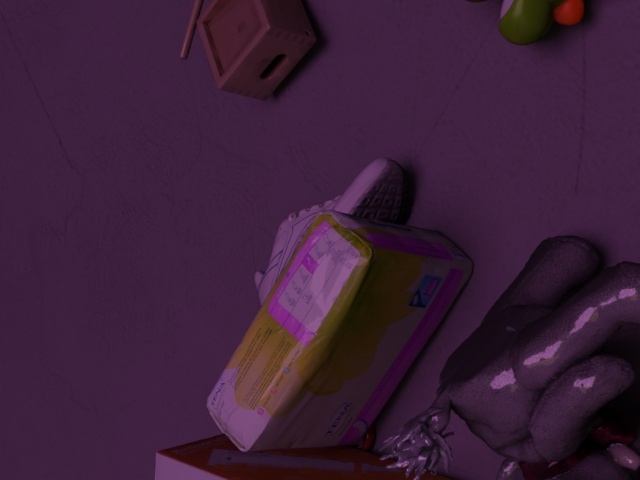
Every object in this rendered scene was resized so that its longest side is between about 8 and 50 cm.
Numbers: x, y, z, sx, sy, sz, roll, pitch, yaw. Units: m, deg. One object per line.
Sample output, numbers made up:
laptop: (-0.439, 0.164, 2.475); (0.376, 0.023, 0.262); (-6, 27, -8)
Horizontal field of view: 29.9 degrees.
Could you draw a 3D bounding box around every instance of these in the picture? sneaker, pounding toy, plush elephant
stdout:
sneaker: (0.000, 0.000, 1.534); (0.297, 0.111, 0.129); (-52, 52, 26)
pounding toy: (-0.112, -0.299, 1.658); (0.181, 0.094, 0.206); (-45, 51, 36)
plush elephant: (0.260, 0.191, 1.221); (0.330, 0.255, 0.272); (-45, 11, -6)

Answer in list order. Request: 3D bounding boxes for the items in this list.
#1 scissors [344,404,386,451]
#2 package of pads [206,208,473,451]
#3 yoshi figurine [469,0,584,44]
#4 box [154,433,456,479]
scissors: (-0.030, 0.205, 1.607); (0.297, 0.021, 0.109); (11, 98, 42)
package of pads: (0.022, 0.113, 1.408); (0.101, 0.229, 0.296); (42, 110, 34)
yoshi figurine: (0.226, -0.402, 1.307); (0.203, 0.203, 0.362); (31, 110, 49)
box: (-0.010, 0.353, 1.440); (0.345, 0.215, 0.168); (10, 101, 40)
